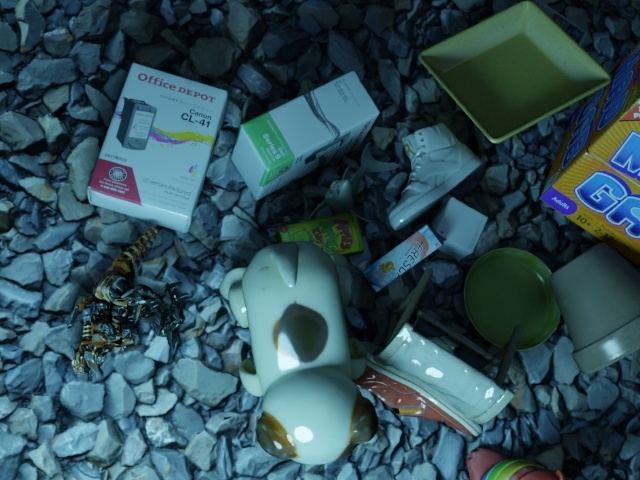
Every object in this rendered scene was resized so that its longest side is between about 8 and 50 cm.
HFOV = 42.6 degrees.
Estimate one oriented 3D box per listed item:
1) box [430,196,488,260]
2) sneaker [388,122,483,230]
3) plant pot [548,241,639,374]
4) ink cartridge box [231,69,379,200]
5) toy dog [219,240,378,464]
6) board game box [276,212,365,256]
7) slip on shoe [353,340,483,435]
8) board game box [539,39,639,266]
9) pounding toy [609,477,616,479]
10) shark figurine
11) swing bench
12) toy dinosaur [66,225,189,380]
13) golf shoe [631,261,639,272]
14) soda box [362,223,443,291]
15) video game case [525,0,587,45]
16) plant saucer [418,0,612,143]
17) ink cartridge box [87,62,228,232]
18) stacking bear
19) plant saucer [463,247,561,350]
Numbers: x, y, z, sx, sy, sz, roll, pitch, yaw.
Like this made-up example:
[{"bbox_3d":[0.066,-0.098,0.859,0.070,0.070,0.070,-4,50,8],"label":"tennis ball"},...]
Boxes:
[{"bbox_3d":[0.310,-0.026,1.890,0.102,0.087,0.101,29,72,-3],"label":"box"},{"bbox_3d":[0.225,-0.157,1.905,0.292,0.108,0.169,-38,84,-28],"label":"sneaker"},{"bbox_3d":[0.633,0.137,1.833,0.263,0.263,0.229,-30,77,-17],"label":"plant pot"},{"bbox_3d":[-0.036,-0.230,1.808,0.289,0.211,0.121,-29,82,-17],"label":"ink cartridge box"},{"bbox_3d":[-0.018,0.226,1.602,0.284,0.395,0.408,-5,69,-15],"label":"toy dog"},{"bbox_3d":[0.000,0.000,1.844,0.181,0.043,0.092,-12,78,-14],"label":"board game box"},{"bbox_3d":[0.203,0.336,1.773,0.331,0.123,0.101,29,104,-8],"label":"slip on shoe"},{"bbox_3d":[0.773,-0.201,1.836,0.356,0.356,0.356,33,49,-1],"label":"board game box"},{"bbox_3d":[0.642,0.665,1.784,0.183,0.110,0.237,39,42,12],"label":"pounding toy"},{"bbox_3d":[0.079,-0.099,1.845,0.116,0.166,0.278,39,30,3],"label":"shark figurine"},{"bbox_3d":[0.263,0.232,1.712,0.253,0.165,0.255,34,32,0],"label":"swing bench"},{"bbox_3d":[-0.398,0.129,1.682,0.218,0.164,0.322,15,94,9],"label":"toy dinosaur"},{"bbox_3d":[0.840,0.139,1.945,0.140,0.115,0.306,-2,77,-15],"label":"golf shoe"},{"bbox_3d":[0.184,0.038,1.820,0.183,0.063,0.058,-38,83,12],"label":"soda box"},{"bbox_3d":[0.566,-0.507,2.104,0.183,0.023,0.201,34,71,-1],"label":"video game case"},{"bbox_3d":[0.455,-0.389,1.960,0.332,0.081,0.333,-28,59,-9],"label":"plant saucer"},{"bbox_3d":[-0.348,-0.200,1.781,0.226,0.131,0.306,16,74,-7],"label":"ink cartridge box"},{"bbox_3d":[0.412,0.517,1.662,0.164,0.289,0.175,19,73,-6],"label":"stacking bear"},{"bbox_3d":[0.439,0.137,1.900,0.241,0.037,0.241,3,76,-11],"label":"plant saucer"}]
